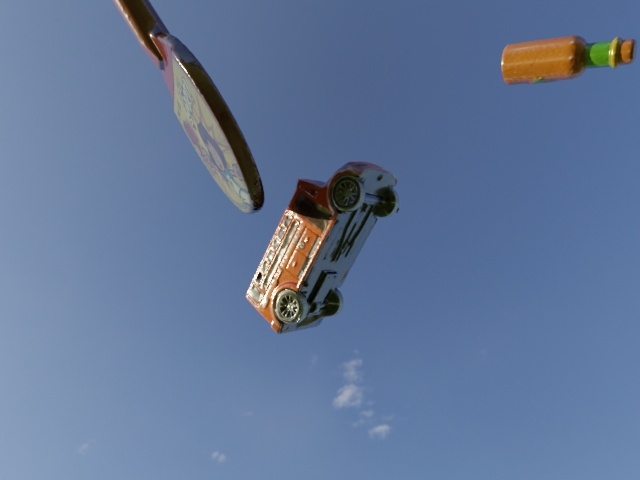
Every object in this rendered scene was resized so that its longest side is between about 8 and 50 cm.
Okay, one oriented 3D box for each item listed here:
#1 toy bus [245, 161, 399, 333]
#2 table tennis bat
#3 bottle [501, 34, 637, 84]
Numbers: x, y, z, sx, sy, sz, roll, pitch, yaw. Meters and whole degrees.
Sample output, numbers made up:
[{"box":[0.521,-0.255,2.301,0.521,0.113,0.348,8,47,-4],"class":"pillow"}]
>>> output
[{"box":[0.000,0.000,0.862,0.143,0.153,0.329,2,-60,-54],"class":"toy bus"},{"box":[-0.205,-0.225,0.766,0.051,0.268,0.414,-32,-87,-17],"class":"table tennis bat"},{"box":[0.388,-0.287,0.762,0.187,0.069,0.069,8,-50,40],"class":"bottle"}]
